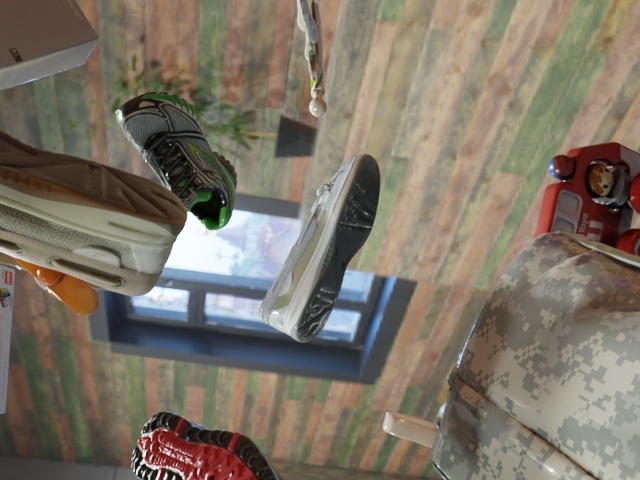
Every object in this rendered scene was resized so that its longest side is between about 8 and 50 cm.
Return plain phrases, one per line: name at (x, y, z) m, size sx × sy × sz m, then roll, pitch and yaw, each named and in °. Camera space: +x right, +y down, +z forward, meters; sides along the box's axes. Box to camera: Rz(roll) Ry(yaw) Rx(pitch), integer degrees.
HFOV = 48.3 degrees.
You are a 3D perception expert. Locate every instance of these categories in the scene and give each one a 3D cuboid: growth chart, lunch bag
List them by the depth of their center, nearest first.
growth chart at (-0.026, -0.243, 0.573) m, size 0.172 × 0.021 × 0.237 m, roll -93°, pitch -11°, yaw -45°
lunch bag at (0.264, 0.141, 0.603) m, size 0.305 × 0.212 × 0.256 m, roll -147°, pitch 65°, yaw -64°

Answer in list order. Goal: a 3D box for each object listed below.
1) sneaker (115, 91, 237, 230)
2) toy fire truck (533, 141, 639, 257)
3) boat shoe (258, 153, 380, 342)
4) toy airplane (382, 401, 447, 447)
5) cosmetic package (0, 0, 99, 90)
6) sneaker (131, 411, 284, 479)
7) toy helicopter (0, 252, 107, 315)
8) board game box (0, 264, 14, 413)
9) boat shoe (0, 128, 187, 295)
sneaker at (-0.261, -0.150, 1.382) m, size 0.343 × 0.134 × 0.146 m, roll 48°, pitch -157°, yaw -46°
toy fire truck at (0.554, -0.060, 1.443) m, size 0.169 × 0.253 × 0.302 m, roll 1°, pitch 75°, yaw 64°
boat shoe at (0.001, 0.002, 1.157) m, size 0.118 × 0.103 × 0.321 m, roll 26°, pitch -95°, yaw -59°
toy airplane at (0.326, 0.293, 0.887) m, size 0.384 × 0.386 × 0.273 m, roll 31°, pitch 112°, yaw 46°
cosmetic package at (-0.524, -0.349, 1.239) m, size 0.238 × 0.127 × 0.107 m, roll -37°, pitch 5°, yaw -39°
sneaker at (-0.097, 0.260, 0.792) m, size 0.261 × 0.125 × 0.104 m, roll 12°, pitch 75°, yaw 50°
toy helicopter at (-0.501, 0.031, 1.192) m, size 0.235 × 0.355 × 0.140 m, roll 27°, pitch 99°, yaw 57°
board game box at (-0.564, 0.136, 0.942) m, size 0.053 × 0.305 × 0.193 m, roll 65°, pitch -159°, yaw -75°
boat shoe at (-0.260, -0.031, 0.551) m, size 0.098 × 0.302 × 0.109 m, roll -63°, pitch 24°, yaw 21°
